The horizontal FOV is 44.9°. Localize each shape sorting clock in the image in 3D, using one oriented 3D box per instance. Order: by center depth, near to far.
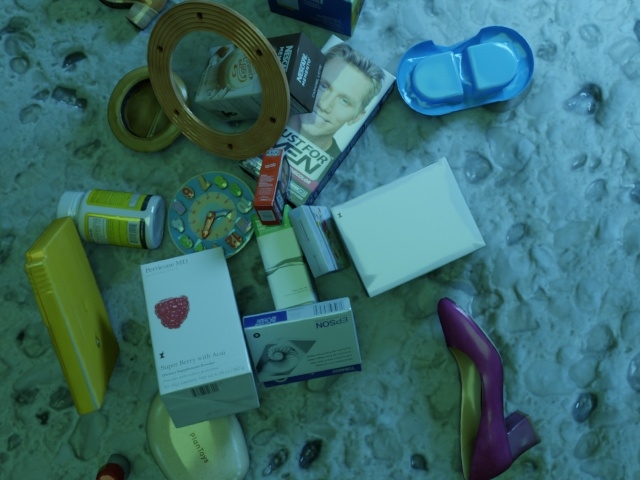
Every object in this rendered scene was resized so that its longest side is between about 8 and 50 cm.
[{"bbox_3d":[-0.237,-0.053,1.697,0.206,0.040,0.206,-1,80,7],"label":"shape sorting clock"}]

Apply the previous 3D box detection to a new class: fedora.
[{"bbox_3d":[-0.370,-0.286,1.709,0.194,0.079,0.194,0,91,5],"label":"fedora"}]

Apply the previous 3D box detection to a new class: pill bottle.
[{"bbox_3d":[-0.450,-0.049,1.674,0.208,0.119,0.119,7,86,3],"label":"pill bottle"}]

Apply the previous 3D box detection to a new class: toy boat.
[{"bbox_3d":[-0.322,0.439,1.632,0.318,0.148,0.268,-23,90,-7],"label":"toy boat"}]

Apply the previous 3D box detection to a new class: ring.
[{"bbox_3d":[-0.204,-0.317,1.554,0.336,0.337,0.032,37,46,4],"label":"ring"}]

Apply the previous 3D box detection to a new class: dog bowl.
[{"bbox_3d":[0.312,-0.361,1.693,0.297,0.074,0.166,-13,85,2],"label":"dog bowl"}]

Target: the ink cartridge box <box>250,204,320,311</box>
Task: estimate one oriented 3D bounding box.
[{"bbox_3d":[-0.071,0.042,1.635,0.086,0.153,0.209,-16,84,3],"label":"ink cartridge box"}]

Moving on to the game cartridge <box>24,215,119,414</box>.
[{"bbox_3d":[-0.486,0.137,1.530,0.052,0.285,0.324,-16,106,-2],"label":"game cartridge"}]

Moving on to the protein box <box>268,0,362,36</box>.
[{"bbox_3d":[-0.005,-0.557,1.655,0.199,0.201,0.136,18,86,3],"label":"protein box"}]

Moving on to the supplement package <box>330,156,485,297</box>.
[{"bbox_3d":[0.179,-0.022,1.635,0.261,0.145,0.204,-24,85,1],"label":"supplement package"}]

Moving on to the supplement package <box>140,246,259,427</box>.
[{"bbox_3d":[-0.243,0.191,1.553,0.177,0.175,0.293,-14,56,-7],"label":"supplement package"}]

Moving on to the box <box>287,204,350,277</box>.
[{"bbox_3d":[0.000,0.000,1.618,0.038,0.186,0.145,-24,85,14],"label":"box"}]

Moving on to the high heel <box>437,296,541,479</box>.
[{"bbox_3d":[0.299,0.312,1.608,0.181,0.127,0.377,-30,88,-11],"label":"high heel"}]

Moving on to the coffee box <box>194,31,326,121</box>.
[{"bbox_3d":[-0.127,-0.339,1.627,0.246,0.098,0.141,0,69,33],"label":"coffee box"}]

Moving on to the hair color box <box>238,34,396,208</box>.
[{"bbox_3d":[-0.006,-0.249,1.680,0.174,0.105,0.347,35,87,4],"label":"hair color box"}]

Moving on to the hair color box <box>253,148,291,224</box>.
[{"bbox_3d":[-0.095,-0.107,1.553,0.043,0.072,0.141,-1,57,13],"label":"hair color box"}]

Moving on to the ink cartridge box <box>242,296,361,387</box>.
[{"bbox_3d":[-0.031,0.229,1.603,0.223,0.045,0.224,-11,129,1],"label":"ink cartridge box"}]

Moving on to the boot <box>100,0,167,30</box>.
[{"bbox_3d":[-0.428,-0.585,1.741,0.197,0.073,0.152,36,89,-8],"label":"boot"}]
